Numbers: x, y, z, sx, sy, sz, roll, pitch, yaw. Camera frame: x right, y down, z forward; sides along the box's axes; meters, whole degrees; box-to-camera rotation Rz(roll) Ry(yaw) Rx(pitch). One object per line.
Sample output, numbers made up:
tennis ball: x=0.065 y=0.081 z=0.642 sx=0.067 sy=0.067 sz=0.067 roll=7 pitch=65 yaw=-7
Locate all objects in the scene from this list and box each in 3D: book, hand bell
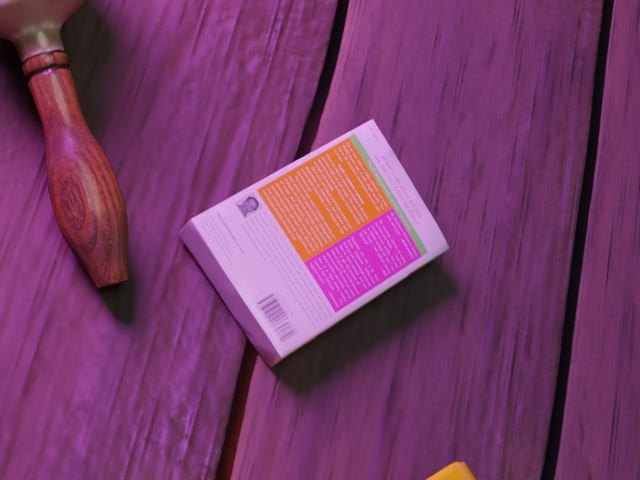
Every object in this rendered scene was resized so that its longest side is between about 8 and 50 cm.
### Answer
book: x=0.000 y=0.000 z=0.875 sx=0.144 sy=0.035 sz=0.096 roll=-30 pitch=84 yaw=-33
hand bell: x=-0.153 y=-0.089 z=0.819 sx=0.126 sy=0.126 sz=0.242 roll=-14 pitch=84 yaw=-30

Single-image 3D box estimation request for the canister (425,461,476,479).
canister: x=0.074 y=0.218 z=0.775 sx=0.126 sy=0.073 sz=0.170 roll=-26 pitch=77 yaw=-33
